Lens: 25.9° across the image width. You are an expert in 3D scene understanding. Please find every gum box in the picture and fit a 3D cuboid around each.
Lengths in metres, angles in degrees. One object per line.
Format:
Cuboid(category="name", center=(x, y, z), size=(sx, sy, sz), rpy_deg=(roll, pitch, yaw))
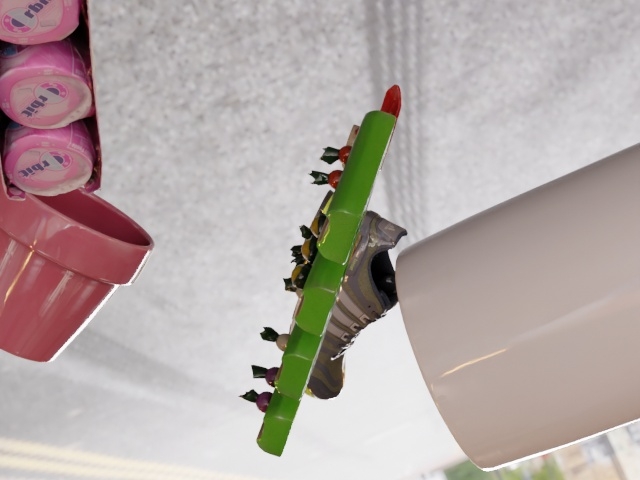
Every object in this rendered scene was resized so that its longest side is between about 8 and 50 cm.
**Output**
Cuboid(category="gum box", center=(-0.166, -0.119, 0.807), size=(0.062, 0.107, 0.188), rpy_deg=(-7, 144, -11))

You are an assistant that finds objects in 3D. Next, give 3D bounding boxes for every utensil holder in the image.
Cuboid(category="utensil holder", center=(0.327, 0.075, 1.699), size=(0.386, 0.327, 0.327), rpy_deg=(-23, 169, 17))

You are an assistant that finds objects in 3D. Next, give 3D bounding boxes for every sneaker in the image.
Cuboid(category="sneaker", center=(0.035, 0.088, 1.778), size=(0.111, 0.121, 0.299), rpy_deg=(-49, 151, -52))

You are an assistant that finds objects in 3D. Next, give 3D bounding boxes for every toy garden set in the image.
Cuboid(category="toy garden set", center=(0.000, 0.000, 0.988), size=(0.203, 0.049, 0.244), rpy_deg=(-69, 177, -48))

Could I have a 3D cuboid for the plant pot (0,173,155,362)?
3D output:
Cuboid(category="plant pot", center=(-0.320, 0.033, 1.609), size=(0.180, 0.201, 0.201), rpy_deg=(-59, 161, 7))
